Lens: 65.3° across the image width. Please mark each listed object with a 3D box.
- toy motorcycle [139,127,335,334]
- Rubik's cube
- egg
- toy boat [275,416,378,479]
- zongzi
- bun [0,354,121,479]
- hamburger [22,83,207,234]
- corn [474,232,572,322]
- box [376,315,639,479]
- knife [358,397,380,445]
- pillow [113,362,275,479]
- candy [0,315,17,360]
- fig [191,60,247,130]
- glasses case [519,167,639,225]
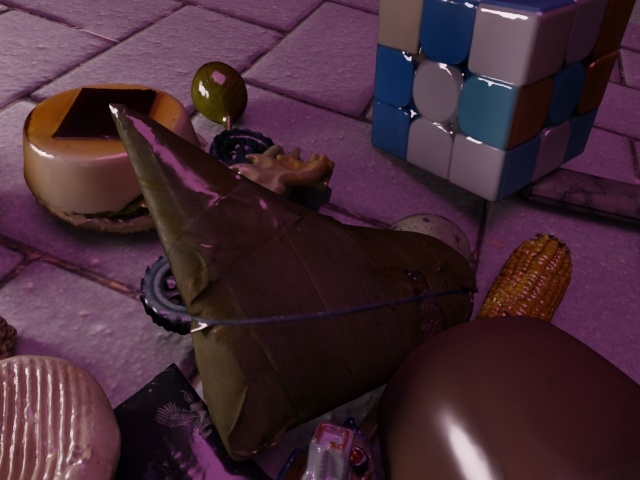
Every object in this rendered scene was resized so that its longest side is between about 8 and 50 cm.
[{"bbox_3d":[-0.103,-0.023,0.773,0.236,0.169,0.410,19,49,-8],"label":"toy motorcycle"},{"bbox_3d":[0.342,-0.335,1.008,0.344,0.347,0.347,-26,42,-32],"label":"Rubik's cube"},{"bbox_3d":[0.169,0.025,0.807,0.181,0.141,0.141,-12,47,-47],"label":"egg"},{"bbox_3d":[-0.006,0.280,0.506,0.114,0.115,0.262,9,42,18],"label":"toy boat"},{"bbox_3d":[0.000,0.000,0.571,0.356,0.393,0.174,-21,17,-20],"label":"zongzi"},{"bbox_3d":[-0.318,0.234,0.508,0.231,0.133,0.231,10,38,-8],"label":"bun"},{"bbox_3d":[-0.345,-0.139,0.848,0.301,0.170,0.302,3,43,-3],"label":"hamburger"},{"bbox_3d":[0.313,0.101,0.785,0.115,0.115,0.318,32,51,20],"label":"corn"},{"bbox_3d":[0.211,0.229,0.524,0.300,0.301,0.216,-5,38,-15],"label":"box"},{"bbox_3d":[-0.001,0.296,0.592,0.047,0.017,0.298,29,51,21],"label":"knife"},{"bbox_3d":[-0.165,0.251,0.575,0.141,0.055,0.208,-34,59,-28],"label":"pillow"},{"bbox_3d":[-0.440,0.136,0.625,0.095,0.085,0.110,-1,57,-1],"label":"candy"},{"bbox_3d":[-0.210,-0.269,1.054,0.124,0.124,0.236,-3,61,-14],"label":"fig"},{"bbox_3d":[0.578,-0.093,1.056,0.299,0.060,0.114,13,44,2],"label":"glasses case"}]
